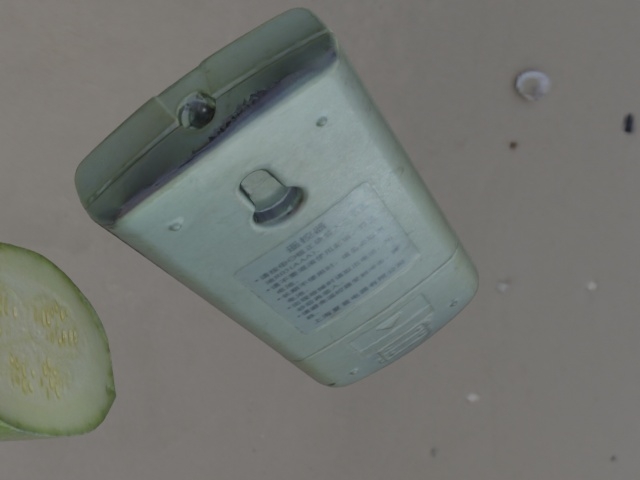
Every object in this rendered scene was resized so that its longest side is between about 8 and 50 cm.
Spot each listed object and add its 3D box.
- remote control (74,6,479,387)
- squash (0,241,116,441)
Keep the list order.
[{"bbox_3d":[0.000,0.000,0.421,0.098,0.038,0.233,-36,151,4],"label":"remote control"},{"bbox_3d":[-0.275,0.089,0.946,0.260,0.189,0.189,3,102,-36],"label":"squash"}]
